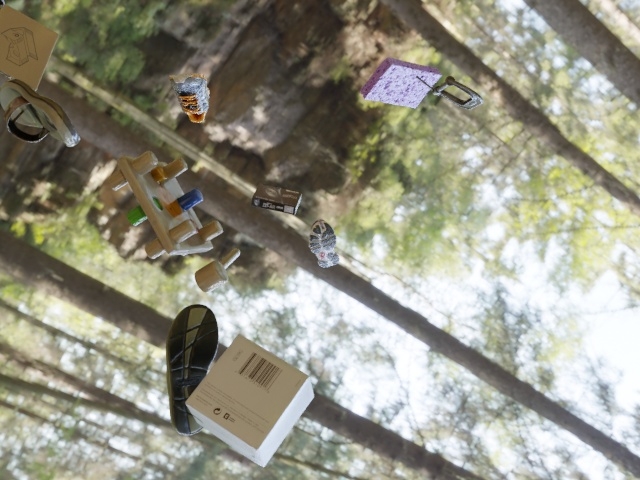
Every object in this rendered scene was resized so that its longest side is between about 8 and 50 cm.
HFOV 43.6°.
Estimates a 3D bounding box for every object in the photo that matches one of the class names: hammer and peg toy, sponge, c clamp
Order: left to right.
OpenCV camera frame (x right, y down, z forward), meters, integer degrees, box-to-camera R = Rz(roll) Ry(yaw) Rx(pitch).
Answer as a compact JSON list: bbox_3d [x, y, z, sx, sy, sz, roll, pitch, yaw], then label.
[{"bbox_3d":[-0.337,-0.034,1.898,0.127,0.361,0.266,-31,176,11],"label":"hammer and peg toy"},{"bbox_3d":[0.203,-0.392,2.000,0.117,0.210,0.031,-49,-121,33],"label":"sponge"},{"bbox_3d":[0.285,-0.327,1.753,0.022,0.137,0.161,-58,-169,-4],"label":"c clamp"}]

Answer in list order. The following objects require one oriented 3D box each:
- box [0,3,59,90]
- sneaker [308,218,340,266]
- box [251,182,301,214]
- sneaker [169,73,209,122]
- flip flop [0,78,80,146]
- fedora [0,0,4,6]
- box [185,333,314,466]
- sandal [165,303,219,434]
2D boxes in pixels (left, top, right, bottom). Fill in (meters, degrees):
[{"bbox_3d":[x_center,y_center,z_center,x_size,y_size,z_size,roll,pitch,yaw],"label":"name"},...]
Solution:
[{"bbox_3d":[-0.827,-0.528,2.194,0.021,0.164,0.201,-21,-130,47],"label":"box"},{"bbox_3d":[0.000,0.000,1.926,0.068,0.170,0.071,-20,-123,-6],"label":"sneaker"},{"bbox_3d":[-0.081,-0.077,1.483,0.067,0.083,0.018,-71,173,-61],"label":"box"},{"bbox_3d":[-0.310,-0.347,1.934,0.215,0.084,0.083,46,44,-81],"label":"sneaker"},{"bbox_3d":[-0.531,-0.220,1.466,0.080,0.112,0.277,-45,-136,-17],"label":"flip flop"},{"bbox_3d":[-0.823,-0.546,1.736,0.124,0.244,0.275,-60,-157,-1],"label":"fedora"},{"bbox_3d":[-0.138,0.318,1.599,0.182,0.181,0.119,-53,158,-24],"label":"box"},{"bbox_3d":[-0.309,0.293,1.840,0.086,0.120,0.302,16,-79,63],"label":"sandal"}]
